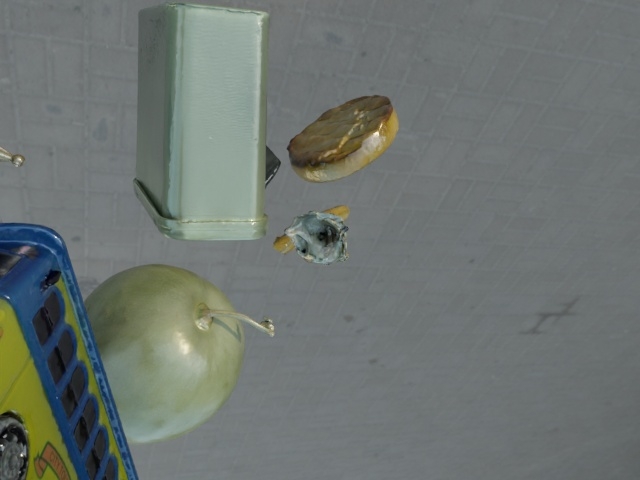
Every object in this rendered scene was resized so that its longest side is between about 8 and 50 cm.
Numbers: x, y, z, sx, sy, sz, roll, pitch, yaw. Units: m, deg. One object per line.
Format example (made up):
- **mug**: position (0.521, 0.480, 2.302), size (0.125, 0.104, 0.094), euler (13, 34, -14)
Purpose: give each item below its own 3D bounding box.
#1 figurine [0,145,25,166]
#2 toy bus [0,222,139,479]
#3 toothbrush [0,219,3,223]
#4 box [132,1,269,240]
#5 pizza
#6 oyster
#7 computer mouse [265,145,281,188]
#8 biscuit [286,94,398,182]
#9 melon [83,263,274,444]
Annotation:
- **figurine**: position (-0.594, -0.157, 0.809), size (0.386, 0.166, 0.207), euler (22, 157, -23)
- **toy bus**: position (-0.242, 0.148, 0.445), size (0.138, 0.175, 0.288), euler (-3, 119, 2)
- **toothbrush**: position (-0.770, -0.048, 1.492), size (0.006, 0.008, 0.097), euler (-33, 132, -22)
- **box**: position (-0.211, -0.208, 1.048), size (0.177, 0.352, 0.344), euler (-3, 108, -23)
- **pizza**: position (-0.025, -0.033, 1.756), size (0.271, 0.056, 0.134), euler (-31, 175, -20)
- **oyster**: position (-0.003, 0.002, 1.068), size (0.108, 0.053, 0.166), euler (-9, 140, 2)
- **computer mouse**: position (-0.228, -0.205, 1.433), size (0.168, 0.295, 0.087), euler (-40, 167, -17)
- **biscuit**: position (0.059, -0.247, 1.542), size (0.296, 0.296, 0.102), euler (-25, 121, 15)
- **melon**: position (-0.250, 0.171, 0.917), size (0.271, 0.272, 0.308), euler (12, 122, -28)
